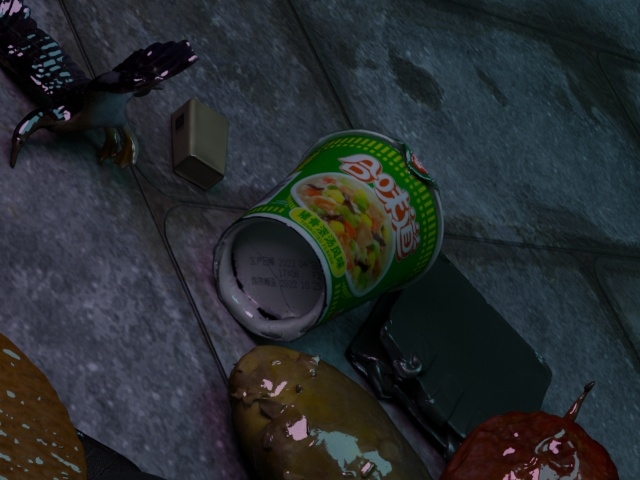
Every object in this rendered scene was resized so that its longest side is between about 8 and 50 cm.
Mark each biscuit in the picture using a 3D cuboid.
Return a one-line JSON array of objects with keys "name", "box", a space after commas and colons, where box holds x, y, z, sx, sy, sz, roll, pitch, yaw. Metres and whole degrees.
[{"name": "biscuit", "box": [-0.291, 0.156, 1.329, 0.262, 0.037, 0.262, 33, 34, -26]}]

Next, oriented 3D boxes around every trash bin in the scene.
[{"name": "trash bin", "box": [-0.139, -0.110, 1.997, 0.061, 0.043, 0.092, 32, 36, -32]}]

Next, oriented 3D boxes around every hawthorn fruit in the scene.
[{"name": "hawthorn fruit", "box": [0.243, 0.261, 1.915, 0.207, 0.243, 0.207, 27, -10, 5]}]

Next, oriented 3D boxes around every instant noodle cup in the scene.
[{"name": "instant noodle cup", "box": [0.000, 0.000, 1.935, 0.207, 0.207, 0.232, 54, 36, 3]}]

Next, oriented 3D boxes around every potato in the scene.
[{"name": "potato", "box": [0.020, 0.227, 1.750, 0.296, 0.141, 0.191, 48, 23, -2]}]

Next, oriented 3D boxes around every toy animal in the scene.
[{"name": "toy animal", "box": [-0.241, -0.136, 1.801, 0.160, 0.272, 0.197, 46, 62, -47]}]

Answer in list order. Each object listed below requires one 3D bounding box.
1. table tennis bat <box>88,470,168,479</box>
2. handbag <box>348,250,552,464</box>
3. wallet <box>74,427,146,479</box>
[{"name": "table tennis bat", "box": [-0.168, 0.275, 1.447, 0.301, 0.022, 0.173, 4, 55, -58]}, {"name": "handbag", "box": [0.163, 0.155, 2.104, 0.247, 0.079, 0.260, 47, 30, -8]}, {"name": "wallet", "box": [-0.217, 0.288, 1.433, 0.172, 0.045, 0.318, 34, 35, -28]}]
